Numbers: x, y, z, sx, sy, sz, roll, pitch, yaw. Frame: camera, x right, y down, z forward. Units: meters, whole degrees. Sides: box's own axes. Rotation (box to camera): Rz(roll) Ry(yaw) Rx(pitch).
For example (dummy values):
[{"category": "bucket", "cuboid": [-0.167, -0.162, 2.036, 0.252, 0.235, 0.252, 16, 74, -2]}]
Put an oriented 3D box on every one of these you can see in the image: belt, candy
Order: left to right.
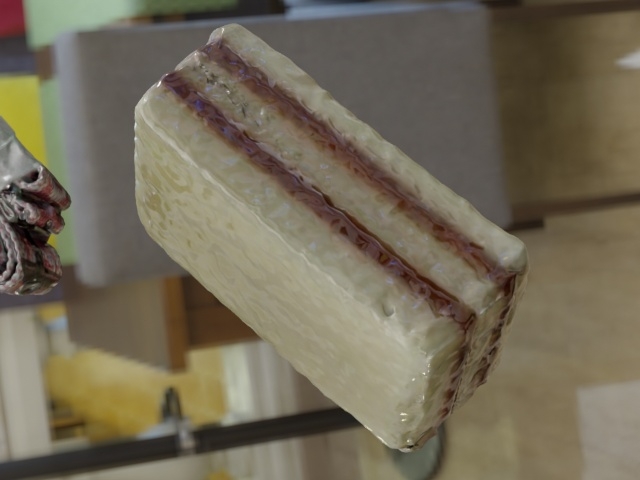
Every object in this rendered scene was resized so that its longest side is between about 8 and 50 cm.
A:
[{"category": "belt", "cuboid": [-0.222, -0.071, 1.075, 0.232, 0.071, 0.053, 57, -174, 19]}, {"category": "candy", "cuboid": [0.000, 0.000, 1.343, 0.321, 0.135, 0.179, 39, 152, 13]}]
